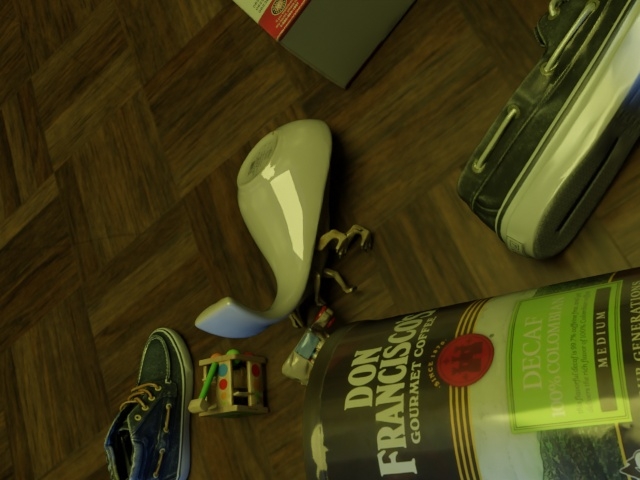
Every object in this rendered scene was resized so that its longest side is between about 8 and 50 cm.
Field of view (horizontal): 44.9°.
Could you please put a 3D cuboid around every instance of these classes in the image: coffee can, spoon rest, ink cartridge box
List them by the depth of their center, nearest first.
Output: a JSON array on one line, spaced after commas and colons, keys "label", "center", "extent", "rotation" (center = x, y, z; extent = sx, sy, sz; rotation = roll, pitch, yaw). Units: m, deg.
[{"label": "coffee can", "center": [0.156, 0.132, 0.539], "extent": [0.275, 0.201, 0.202], "rotation": [-16, 68, 31]}, {"label": "spoon rest", "center": [-0.046, -0.016, 0.778], "extent": [0.137, 0.084, 0.276], "rotation": [-31, 33, 40]}, {"label": "ink cartridge box", "center": [-0.016, -0.278, 0.831], "extent": [0.128, 0.127, 0.176], "rotation": [-51, 53, 14]}]

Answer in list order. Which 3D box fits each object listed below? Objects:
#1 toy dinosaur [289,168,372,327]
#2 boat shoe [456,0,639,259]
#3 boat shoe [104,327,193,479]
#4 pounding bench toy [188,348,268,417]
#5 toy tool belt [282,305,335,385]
[{"label": "toy dinosaur", "center": [0.000, 0.000, 0.786], "extent": [0.092, 0.053, 0.183], "rotation": [8, 82, 39]}, {"label": "boat shoe", "center": [0.219, -0.149, 0.623], "extent": [0.119, 0.121, 0.335], "rotation": [40, 103, 33]}, {"label": "boat shoe", "center": [-0.189, 0.181, 0.852], "extent": [0.065, 0.083, 0.183], "rotation": [-20, 66, 30]}, {"label": "pounding bench toy", "center": [-0.100, 0.146, 0.797], "extent": [0.052, 0.083, 0.065], "rotation": [-16, 68, 32]}, {"label": "toy tool belt", "center": [0.002, 0.110, 0.762], "extent": [0.051, 0.052, 0.083], "rotation": [34, 104, 0]}]
